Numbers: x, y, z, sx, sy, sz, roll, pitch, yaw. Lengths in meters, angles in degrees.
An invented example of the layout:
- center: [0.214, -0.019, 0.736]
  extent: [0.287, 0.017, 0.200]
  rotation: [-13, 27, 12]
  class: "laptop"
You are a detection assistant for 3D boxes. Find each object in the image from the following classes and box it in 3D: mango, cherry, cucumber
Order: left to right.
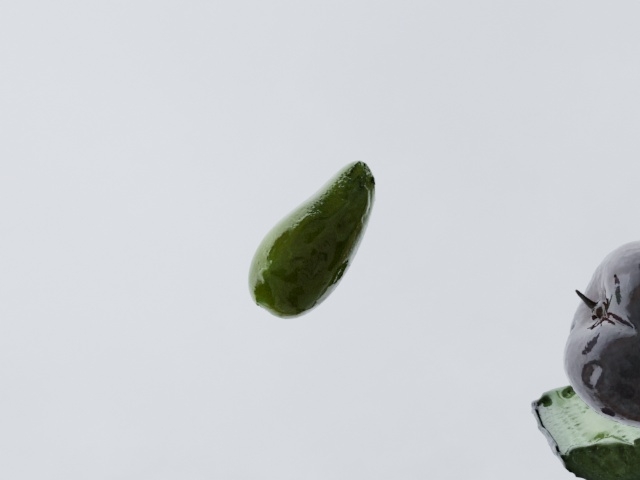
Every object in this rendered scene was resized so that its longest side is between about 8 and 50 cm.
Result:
- center: [0.000, 0.000, 1.169]
  extent: [0.165, 0.074, 0.091]
  rotation: [-53, -23, -5]
  class: "mango"
- center: [0.318, 0.228, 1.473]
  extent: [0.115, 0.193, 0.086]
  rotation: [-24, -65, -4]
  class: "cucumber"
- center: [0.300, 0.081, 1.115]
  extent: [0.176, 0.140, 0.176]
  rotation: [0, -84, -2]
  class: "cherry"
